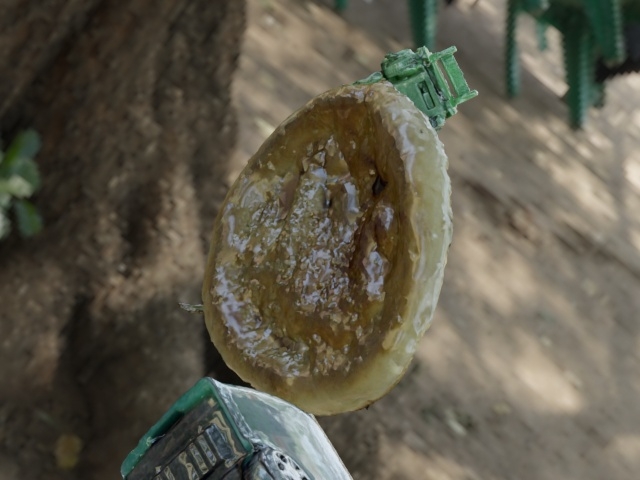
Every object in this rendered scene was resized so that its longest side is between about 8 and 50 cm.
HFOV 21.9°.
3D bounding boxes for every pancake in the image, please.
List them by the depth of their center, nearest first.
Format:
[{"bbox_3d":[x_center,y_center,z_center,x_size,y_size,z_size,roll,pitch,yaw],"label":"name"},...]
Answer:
[{"bbox_3d":[0.001,0.001,1.615,0.065,0.356,0.356,24,22,-36],"label":"pancake"}]

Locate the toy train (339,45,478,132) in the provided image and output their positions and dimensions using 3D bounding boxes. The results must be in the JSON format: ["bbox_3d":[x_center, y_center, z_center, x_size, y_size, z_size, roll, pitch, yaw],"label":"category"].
[{"bbox_3d":[0.083,-0.146,1.751,0.099,0.149,0.081,63,19,0],"label":"toy train"}]

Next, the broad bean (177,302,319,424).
[{"bbox_3d":[-0.040,0.183,1.777,0.067,0.075,0.325,-10,65,-47],"label":"broad bean"}]

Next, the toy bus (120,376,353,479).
[{"bbox_3d":[0.003,0.185,0.762,0.109,0.091,0.262,19,32,-52],"label":"toy bus"}]
